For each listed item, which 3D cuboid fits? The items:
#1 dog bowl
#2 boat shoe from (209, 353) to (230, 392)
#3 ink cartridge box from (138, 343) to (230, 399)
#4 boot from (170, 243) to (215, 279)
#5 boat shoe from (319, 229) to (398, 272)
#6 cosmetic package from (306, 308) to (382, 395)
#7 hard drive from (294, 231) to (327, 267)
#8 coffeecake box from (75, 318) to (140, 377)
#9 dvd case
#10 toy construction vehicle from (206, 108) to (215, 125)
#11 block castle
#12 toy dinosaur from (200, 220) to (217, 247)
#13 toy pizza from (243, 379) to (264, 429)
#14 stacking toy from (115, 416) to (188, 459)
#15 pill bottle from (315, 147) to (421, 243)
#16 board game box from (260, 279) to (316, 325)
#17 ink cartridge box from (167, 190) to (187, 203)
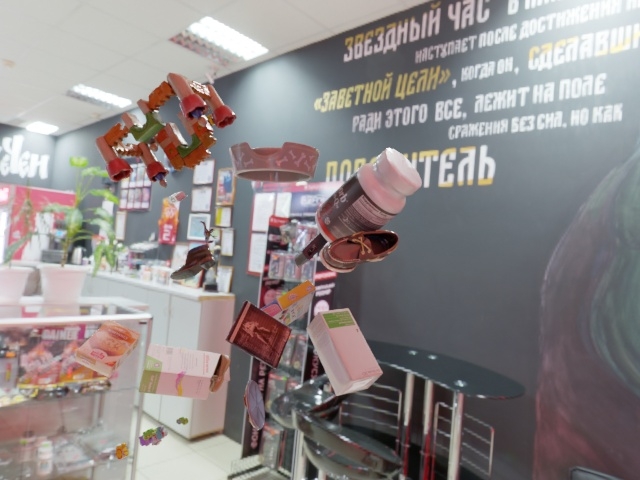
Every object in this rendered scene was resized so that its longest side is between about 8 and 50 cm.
[{"bbox_3d":[-0.176,-0.293,1.688,0.349,0.102,0.349,1,-2,0],"label":"dog bowl"},{"bbox_3d":[-0.412,0.533,1.759,0.056,0.153,0.048,-10,-46,40],"label":"boat shoe"},{"bbox_3d":[-0.584,0.574,1.908,0.354,0.119,0.207,14,15,-18],"label":"ink cartridge box"},{"bbox_3d":[-0.591,0.100,2.012,0.219,0.106,0.082,-22,-31,1],"label":"boot"},{"bbox_3d":[0.134,0.025,1.437,0.325,0.116,0.097,-8,-26,-44],"label":"boat shoe"},{"bbox_3d":[0.106,0.518,2.067,0.197,0.155,0.365,-1,47,-37],"label":"cosmetic package"},{"bbox_3d":[0.000,0.000,1.802,0.054,0.255,0.172,47,-23,-2],"label":"hard drive"},{"bbox_3d":[-0.806,0.407,1.671,0.142,0.068,0.185,26,32,0],"label":"coffeecake box"},{"bbox_3d":[-0.220,0.343,1.598,0.221,0.164,0.018,37,-37,-21],"label":"dvd case"},{"bbox_3d":[-0.467,-0.560,1.905,0.086,0.098,0.035,-33,7,9],"label":"toy construction vehicle"},{"bbox_3d":[-0.554,-0.380,1.616,0.453,0.212,0.303,-33,-3,17],"label":"block castle"},{"bbox_3d":[-0.400,-0.021,1.569,0.047,0.090,0.082,-24,-9,-33],"label":"toy dinosaur"},{"bbox_3d":[-0.280,0.688,1.833,0.032,0.201,0.201,-16,-4,5],"label":"toy pizza"},{"bbox_3d":[-0.610,0.718,1.598,0.221,0.052,0.167,-33,-19,22],"label":"stacking toy"},{"bbox_3d":[0.165,-0.140,1.547,0.210,0.210,0.363,7,-40,-45],"label":"pill bottle"},{"bbox_3d":[-0.180,0.348,2.140,0.317,0.064,0.242,-29,-25,-32],"label":"board game box"},{"bbox_3d":[-0.617,-0.187,1.888,0.083,0.028,0.048,-7,31,39],"label":"ink cartridge box"}]
